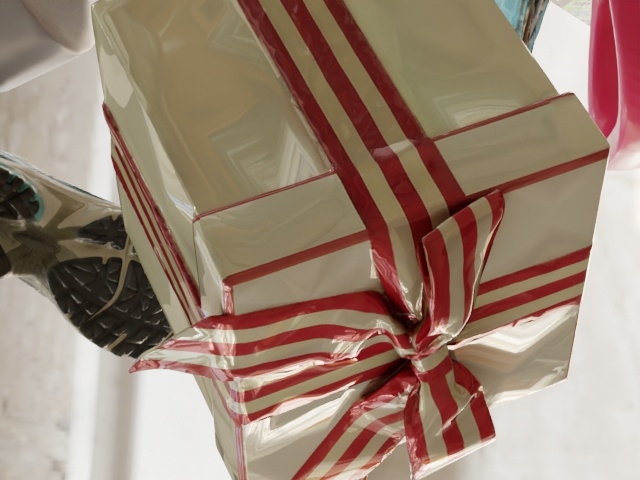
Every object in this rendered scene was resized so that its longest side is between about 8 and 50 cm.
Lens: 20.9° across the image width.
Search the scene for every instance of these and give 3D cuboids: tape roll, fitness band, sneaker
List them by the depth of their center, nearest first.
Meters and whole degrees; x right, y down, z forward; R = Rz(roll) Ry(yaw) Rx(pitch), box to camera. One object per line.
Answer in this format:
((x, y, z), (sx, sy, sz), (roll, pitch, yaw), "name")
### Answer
((-0.241, -0.218, 1.222), (0.219, 0.072, 0.219), (-22, -90, -78), "tape roll")
((-0.200, -0.011, 1.314), (0.283, 0.122, 0.110), (32, -81, -35), "sneaker")
((0.252, -0.168, 1.468), (0.291, 0.054, 0.209), (59, -154, -83), "fitness band")

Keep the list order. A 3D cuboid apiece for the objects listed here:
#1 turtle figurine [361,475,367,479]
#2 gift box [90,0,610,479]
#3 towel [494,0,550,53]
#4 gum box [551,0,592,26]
((0.058, 0.108, 1.701), (0.270, 0.087, 0.217), (95, 160, -44), "turtle figurine")
((0.000, 0.000, 1.021), (0.255, 0.276, 0.258), (81, 163, -53), "gift box")
((0.029, -0.249, 1.456), (0.040, 0.370, 0.271), (-42, -19, -24), "towel")
((0.316, -0.283, 1.700), (0.157, 0.184, 0.041), (12, -128, -60), "gum box")
